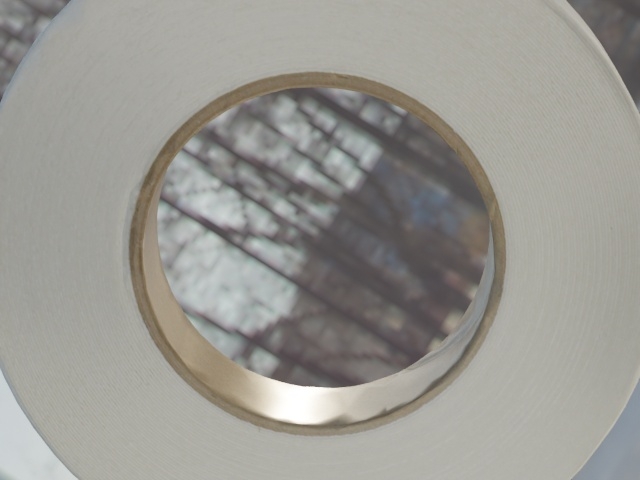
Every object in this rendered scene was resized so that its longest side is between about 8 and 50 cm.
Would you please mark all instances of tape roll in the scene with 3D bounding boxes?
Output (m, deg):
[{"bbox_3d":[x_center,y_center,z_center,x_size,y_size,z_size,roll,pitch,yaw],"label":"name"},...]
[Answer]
[{"bbox_3d":[0.000,0.000,1.109,0.392,0.392,0.072,-60,5,15],"label":"tape roll"}]
